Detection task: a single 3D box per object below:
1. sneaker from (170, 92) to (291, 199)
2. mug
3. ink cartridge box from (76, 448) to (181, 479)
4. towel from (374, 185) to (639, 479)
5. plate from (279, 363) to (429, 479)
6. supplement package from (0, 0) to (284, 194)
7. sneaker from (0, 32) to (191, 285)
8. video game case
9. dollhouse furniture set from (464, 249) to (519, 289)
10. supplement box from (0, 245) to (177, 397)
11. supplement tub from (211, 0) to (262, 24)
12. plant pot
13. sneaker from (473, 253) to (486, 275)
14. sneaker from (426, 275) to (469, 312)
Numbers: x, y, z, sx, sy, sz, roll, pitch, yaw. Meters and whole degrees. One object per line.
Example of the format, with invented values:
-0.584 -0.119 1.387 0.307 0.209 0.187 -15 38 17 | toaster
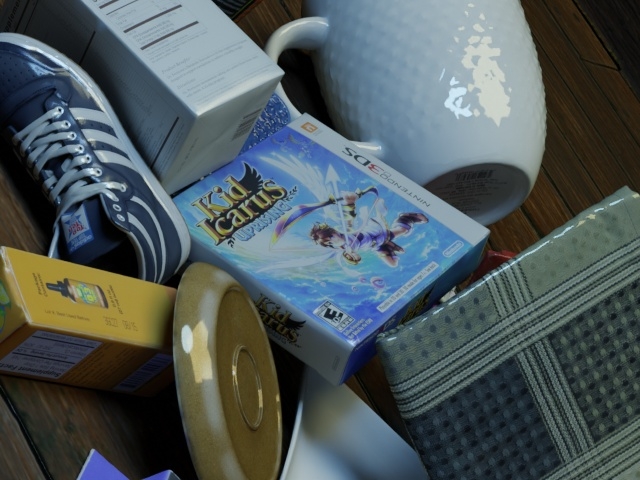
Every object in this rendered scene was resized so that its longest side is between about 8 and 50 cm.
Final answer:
-0.126 -0.084 2.048 0.232 0.090 0.081 -31 84 -46 | sneaker
0.099 -0.186 2.423 0.374 0.276 0.328 0 57 -24 | mug
-0.123 0.277 1.547 0.208 0.045 0.206 45 24 -13 | ink cartridge box
0.235 0.150 1.916 0.312 0.324 0.056 65 -17 -16 | towel
0.055 0.278 1.879 0.278 0.045 0.277 45 24 -16 | plate
-0.182 -0.181 1.896 0.244 0.139 0.134 46 44 13 | supplement package
-0.232 -0.061 1.773 0.282 0.099 0.153 51 21 -9 | sneaker
0.000 0.000 1.946 0.244 0.061 0.269 33 39 18 | video game case
0.087 0.100 2.046 0.374 0.152 0.201 15 37 -9 | dollhouse furniture set
-0.204 0.073 1.654 0.233 0.080 0.078 20 39 -55 | supplement box
-0.118 -0.341 2.122 0.193 0.316 0.193 42 24 -23 | supplement tub
-0.076 0.132 1.727 0.236 0.032 0.236 -11 90 -76 | plant pot
0.263 0.142 2.364 0.270 0.145 0.090 36 35 -7 | sneaker
0.106 0.054 2.256 0.252 0.103 0.111 -5 63 -56 | sneaker
